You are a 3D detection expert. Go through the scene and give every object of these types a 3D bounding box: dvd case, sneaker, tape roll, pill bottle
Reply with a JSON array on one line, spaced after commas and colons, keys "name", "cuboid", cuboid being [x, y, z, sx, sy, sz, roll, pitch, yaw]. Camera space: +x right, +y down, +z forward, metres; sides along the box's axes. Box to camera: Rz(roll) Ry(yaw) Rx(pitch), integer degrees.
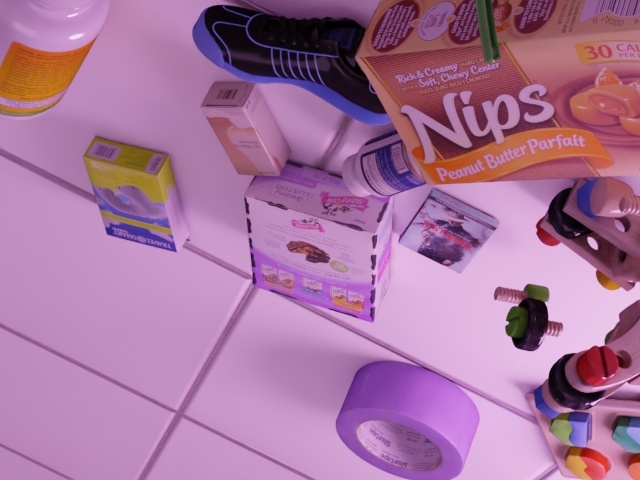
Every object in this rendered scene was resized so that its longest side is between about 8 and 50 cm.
[{"name": "dvd case", "cuboid": [0.148, -0.009, 1.668, 0.087, 0.013, 0.119, 27, 146, -3]}, {"name": "sneaker", "cuboid": [-0.013, -0.198, 1.452, 0.232, 0.081, 0.090, 20, 145, -6]}, {"name": "tape roll", "cuboid": [0.122, 0.255, 2.000, 0.189, 0.080, 0.189, 17, 146, 12]}, {"name": "pill bottle", "cuboid": [-0.303, -0.240, 1.518, 0.136, 0.136, 0.246, 32, 147, -11]}, {"name": "pill bottle", "cuboid": [0.081, -0.084, 1.554, 0.067, 0.067, 0.120, 42, 144, -25]}]

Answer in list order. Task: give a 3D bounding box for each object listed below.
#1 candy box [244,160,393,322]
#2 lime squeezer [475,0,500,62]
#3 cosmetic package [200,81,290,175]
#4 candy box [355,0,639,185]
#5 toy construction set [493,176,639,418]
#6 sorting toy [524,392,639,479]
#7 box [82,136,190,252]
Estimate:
[{"name": "candy box", "cuboid": [0.000, 0.000, 1.724, 0.165, 0.070, 0.196, 17, 147, 12]}, {"name": "lime squeezer", "cuboid": [0.161, -0.302, 1.170, 0.110, 0.059, 0.310, 27, 124, 6]}, {"name": "cosmetic package", "cuboid": [-0.084, -0.126, 1.627, 0.060, 0.041, 0.115, 3, 141, 30]}, {"name": "candy box", "cuboid": [0.212, -0.145, 1.311, 0.316, 0.087, 0.183, -1, 140, 33]}, {"name": "toy construction set", "cuboid": [0.358, 0.045, 1.477, 0.237, 0.257, 0.308, 12, 126, -13]}, {"name": "sorting toy", "cuboid": [0.385, 0.273, 1.891, 0.193, 0.038, 0.208, 1, 141, 32]}, {"name": "box", "cuboid": [-0.233, -0.051, 1.830, 0.109, 0.042, 0.178, 14, 145, 16]}]
